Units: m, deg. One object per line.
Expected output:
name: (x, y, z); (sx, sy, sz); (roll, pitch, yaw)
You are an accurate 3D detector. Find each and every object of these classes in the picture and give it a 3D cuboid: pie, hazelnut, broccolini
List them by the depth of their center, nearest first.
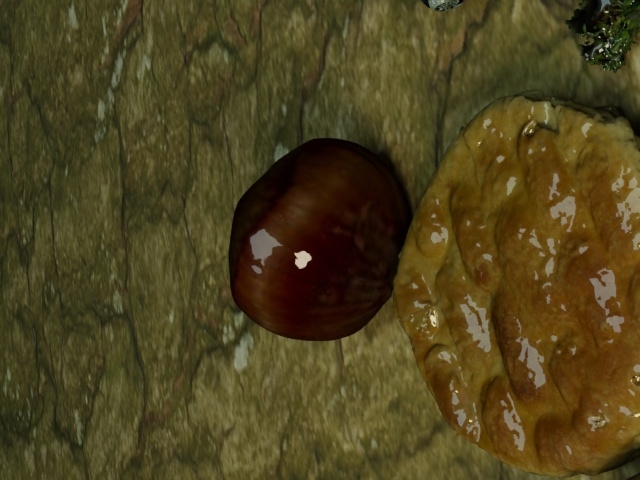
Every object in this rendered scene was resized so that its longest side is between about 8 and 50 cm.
broccolini: (0.287, -0.197, 0.975); (0.254, 0.071, 0.058); (-20, 35, 48)
pie: (0.187, 0.039, 1.100); (0.339, 0.083, 0.340); (3, 94, 55)
hazelnut: (0.000, 0.000, 1.300); (0.178, 0.178, 0.204); (16, 77, 54)

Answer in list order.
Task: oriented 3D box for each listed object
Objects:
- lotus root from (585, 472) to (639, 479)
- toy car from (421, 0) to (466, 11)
lotus root: (0.273, 0.276, 0.962); (0.124, 0.123, 0.241); (101, 150, -70)
toy car: (0.146, -0.273, 1.141); (0.205, 0.056, 0.095); (-29, 70, 50)
